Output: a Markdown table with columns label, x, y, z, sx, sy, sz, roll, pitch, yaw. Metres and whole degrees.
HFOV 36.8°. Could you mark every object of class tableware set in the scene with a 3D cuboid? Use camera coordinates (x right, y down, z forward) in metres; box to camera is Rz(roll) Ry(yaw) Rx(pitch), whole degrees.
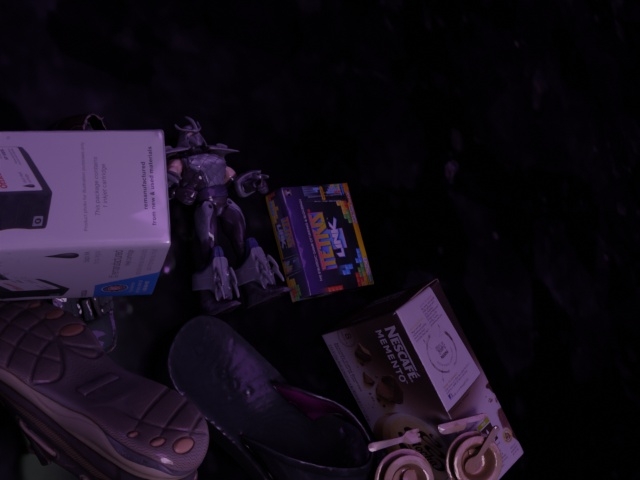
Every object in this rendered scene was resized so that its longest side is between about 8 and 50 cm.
| label | x | y | z | sx | sy | sz | roll | pitch | yaw |
| --- | --- | --- | --- | --- | --- | --- | --- | --- | --- |
| tableware set | 0.168 | 0.319 | 1.322 | 0.194 | 0.039 | 0.128 | -11 | 89 | -18 |

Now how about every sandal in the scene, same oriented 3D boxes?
| label | x | y | z | sx | sy | sz | roll | pitch | yaw |
| --- | --- | --- | --- | --- | --- | --- | --- | --- | --- |
| sandal | -0.031 | 0.267 | 1.309 | 0.446 | 0.107 | 0.167 | 41 | 51 | -24 |

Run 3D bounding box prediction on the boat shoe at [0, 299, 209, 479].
| label | x | y | z | sx | sy | sz | roll | pitch | yaw |
| --- | --- | --- | --- | --- | --- | --- | --- | --- | --- |
| boat shoe | -0.276 | 0.180 | 1.022 | 0.132 | 0.355 | 0.130 | -16 | 128 | -50 |

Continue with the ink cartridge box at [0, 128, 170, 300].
| label | x | y | z | sx | sy | sz | roll | pitch | yaw |
| --- | --- | --- | --- | --- | --- | --- | --- | --- | --- |
| ink cartridge box | -0.323 | -0.019 | 1.001 | 0.307 | 0.223 | 0.129 | -2 | 75 | -16 |

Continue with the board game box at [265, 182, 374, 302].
| label | x | y | z | sx | sy | sz | roll | pitch | yaw |
| --- | --- | --- | --- | --- | --- | --- | --- | --- | --- |
| board game box | 0.000 | 0.000 | 1.482 | 0.141 | 0.048 | 0.170 | -8 | 79 | -45 |

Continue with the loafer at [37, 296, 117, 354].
| label | x | y | z | sx | sy | sz | roll | pitch | yaw |
| --- | --- | --- | --- | --- | --- | --- | --- | --- | --- |
| loafer | -0.317 | 0.023 | 1.160 | 0.096 | 0.084 | 0.267 | -31 | 95 | -44 |

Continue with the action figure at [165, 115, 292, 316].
| label | x | y | z | sx | sy | sz | roll | pitch | yaw |
| --- | --- | --- | --- | --- | --- | --- | --- | --- | --- |
| action figure | -0.143 | -0.042 | 1.338 | 0.185 | 0.099 | 0.285 | -12 | 79 | -39 |

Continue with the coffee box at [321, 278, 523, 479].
| label | x | y | z | sx | sy | sz | roll | pitch | yaw |
| --- | --- | --- | --- | --- | --- | --- | --- | --- | --- |
| coffee box | 0.153 | 0.228 | 1.449 | 0.119 | 0.168 | 0.297 | -31 | 96 | -44 |

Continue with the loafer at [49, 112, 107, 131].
| label | x | y | z | sx | sy | sz | roll | pitch | yaw |
| --- | --- | --- | --- | --- | --- | --- | --- | --- | --- |
| loafer | -0.272 | -0.067 | 1.240 | 0.080 | 0.078 | 0.220 | -39 | 101 | -43 |
